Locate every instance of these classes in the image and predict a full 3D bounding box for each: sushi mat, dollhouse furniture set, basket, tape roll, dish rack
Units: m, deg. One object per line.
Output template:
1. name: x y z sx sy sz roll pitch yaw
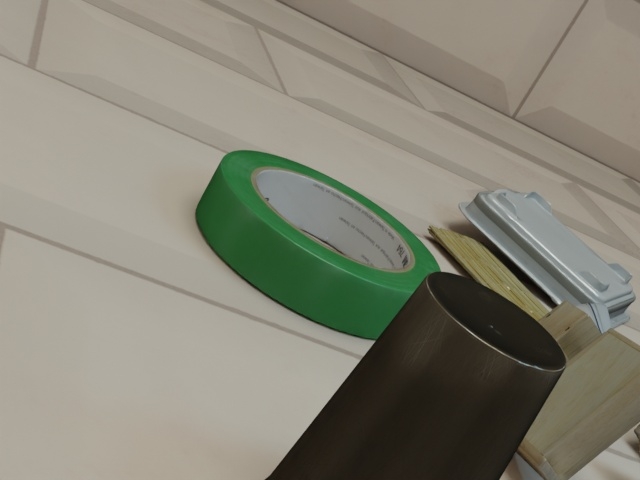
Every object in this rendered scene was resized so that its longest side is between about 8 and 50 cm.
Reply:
1. sushi mat: 0.295 0.079 1.646 0.151 0.019 0.316 16 24 -37
2. dollhouse furniture set: 0.364 0.290 1.192 0.355 0.174 0.303 54 -4 -22
3. basket: 0.081 0.151 0.834 0.204 0.227 0.154 9 28 -45
4. tape roll: 0.000 0.000 1.328 0.321 0.077 0.321 26 20 -10
5. dish rack: 0.421 0.017 1.853 0.333 0.072 0.285 45 24 21

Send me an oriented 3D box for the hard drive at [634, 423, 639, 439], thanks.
1. hard drive: 0.558 0.233 1.348 0.255 0.054 0.172 -27 28 -20

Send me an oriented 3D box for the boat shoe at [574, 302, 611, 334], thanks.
1. boat shoe: 0.382 0.170 1.473 0.076 0.083 0.226 1 28 3
